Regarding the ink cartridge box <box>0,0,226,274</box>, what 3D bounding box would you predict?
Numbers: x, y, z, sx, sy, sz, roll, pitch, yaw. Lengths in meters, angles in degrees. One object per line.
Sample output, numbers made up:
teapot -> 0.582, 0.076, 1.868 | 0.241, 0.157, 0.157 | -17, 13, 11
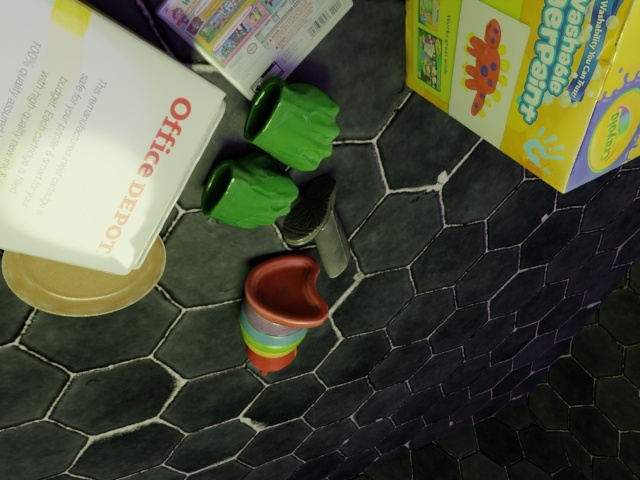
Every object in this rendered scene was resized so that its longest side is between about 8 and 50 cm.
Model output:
ink cartridge box -> -0.346, -0.150, 0.456 | 0.384, 0.160, 0.279 | 23, 105, -42

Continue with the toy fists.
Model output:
toy fists -> -0.079, -0.132, 0.697 | 0.142, 0.096, 0.279 | 16, 121, -41

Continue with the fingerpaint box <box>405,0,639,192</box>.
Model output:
fingerpaint box -> 0.270, -0.348, 0.511 | 0.163, 0.371, 0.445 | -25, 138, -10

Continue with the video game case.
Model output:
video game case -> -0.082, -0.325, 0.583 | 0.212, 0.023, 0.193 | -44, 136, 11

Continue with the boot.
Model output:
boot -> 0.002, 0.001, 0.841 | 0.190, 0.076, 0.209 | -55, 153, -36

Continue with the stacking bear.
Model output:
stacking bear -> -0.099, 0.190, 0.933 | 0.164, 0.175, 0.289 | 1, 136, -15

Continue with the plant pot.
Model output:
plant pot -> -0.385, 0.033, 0.704 | 0.236, 0.032, 0.236 | -17, 134, -18
